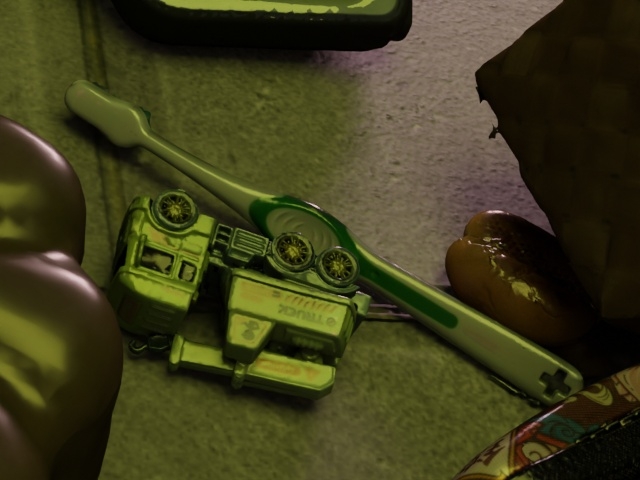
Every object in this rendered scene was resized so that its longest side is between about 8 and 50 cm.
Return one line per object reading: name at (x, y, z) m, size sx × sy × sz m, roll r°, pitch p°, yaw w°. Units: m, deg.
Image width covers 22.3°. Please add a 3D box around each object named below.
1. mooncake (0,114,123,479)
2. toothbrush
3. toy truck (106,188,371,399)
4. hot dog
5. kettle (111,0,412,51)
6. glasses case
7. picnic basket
mooncake at (-0.285, 0.059, 0.835) m, size 0.378 × 0.201 × 0.378 m, roll 12°, pitch 46°, yaw -13°
toothbrush at (-0.001, 0.001, 1.128) m, size 0.418 × 0.042 × 0.040 m, roll 32°, pitch 12°, yaw 9°
toy truck at (-0.056, 0.042, 1.044) m, size 0.169 × 0.077 × 0.100 m, roll 20°, pitch 57°, yaw -10°
hot dog at (0.153, 0.038, 1.152) m, size 0.140 × 0.060 × 0.090 m, roll 29°, pitch 47°, yaw 15°
kettle at (-0.096, -0.324, 1.285) m, size 0.377 × 0.250 × 0.361 m, roll 11°, pitch 66°, yaw -17°
glasses case at (0.189, 0.138, 1.022) m, size 0.321 × 0.122 × 0.082 m, roll -18°, pitch 59°, yaw -36°
picnic basket at (0.309, -0.087, 1.130) m, size 0.254 × 0.321 × 0.291 m, roll 31°, pitch 28°, yaw -50°
